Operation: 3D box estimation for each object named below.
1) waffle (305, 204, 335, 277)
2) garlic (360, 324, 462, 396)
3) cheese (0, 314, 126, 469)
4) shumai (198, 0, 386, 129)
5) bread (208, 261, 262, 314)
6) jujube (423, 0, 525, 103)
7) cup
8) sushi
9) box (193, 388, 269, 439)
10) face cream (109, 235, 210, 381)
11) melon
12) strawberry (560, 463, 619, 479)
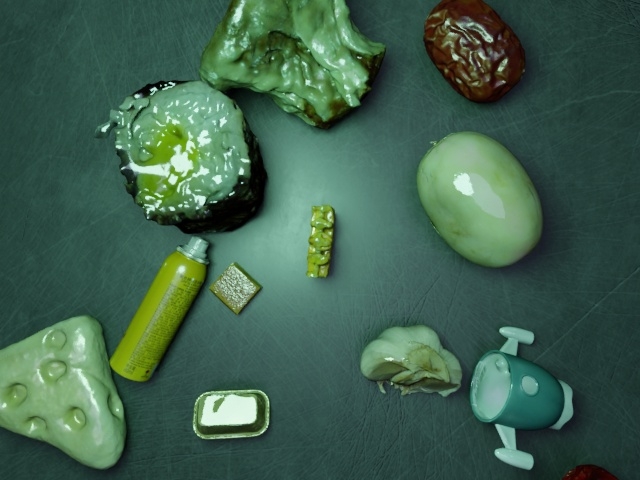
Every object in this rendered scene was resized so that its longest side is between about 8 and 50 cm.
[{"bbox_3d":[0.000,0.000,1.044,0.055,0.211,0.161,6,88,2],"label":"waffle"},{"bbox_3d":[0.200,0.263,1.072,0.229,0.178,0.143,14,57,-15],"label":"garlic"},{"bbox_3d":[-0.635,0.381,1.095,0.328,0.129,0.351,-17,86,-1],"label":"cheese"},{"bbox_3d":[-0.037,-0.403,1.030,0.323,0.324,0.397,41,91,-13],"label":"shumai"},{"bbox_3d":[-0.203,0.115,1.135,0.094,0.035,0.090,43,90,3],"label":"bread"},{"bbox_3d":[0.344,-0.429,1.067,0.174,0.174,0.250,-37,79,0],"label":"jujube"},{"bbox_3d":[0.448,0.340,1.045,0.173,0.167,0.300,17,63,-6],"label":"cup"},{"bbox_3d":[-0.268,-0.170,1.018,0.281,0.294,0.299,-26,87,0],"label":"sushi"},{"bbox_3d":[-0.208,0.400,1.100,0.177,0.111,0.111,-2,88,-2],"label":"box"},{"bbox_3d":[-0.360,0.149,1.105,0.105,0.105,0.349,29,90,3],"label":"face cream"},{"bbox_3d":[0.341,-0.092,1.029,0.223,0.223,0.317,-36,85,1],"label":"melon"},{"bbox_3d":[0.554,0.653,0.977,0.295,0.317,0.345,23,71,33],"label":"strawberry"}]
